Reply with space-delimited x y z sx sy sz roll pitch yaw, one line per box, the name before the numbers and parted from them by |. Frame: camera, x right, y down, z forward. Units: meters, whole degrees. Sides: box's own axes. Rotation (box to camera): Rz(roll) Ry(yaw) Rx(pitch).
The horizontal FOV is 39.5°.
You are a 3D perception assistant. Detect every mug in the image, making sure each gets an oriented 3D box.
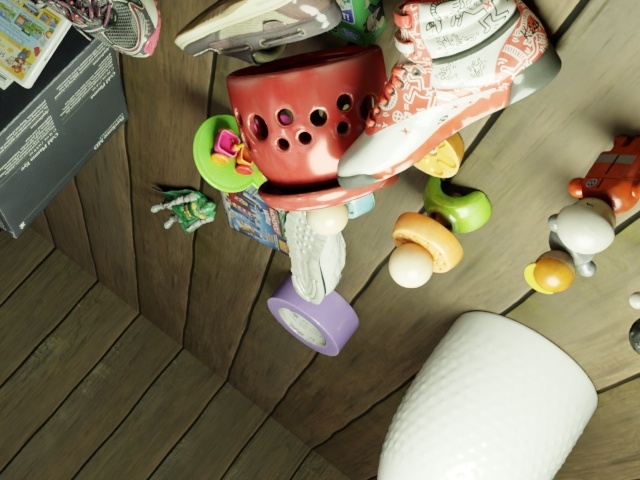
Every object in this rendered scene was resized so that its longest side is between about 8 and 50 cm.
mug | 0.251 0.348 1.508 0.276 0.328 0.374 34 158 12

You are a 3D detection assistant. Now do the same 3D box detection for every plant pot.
plant pot | -0.003 -0.137 1.082 0.191 0.191 0.174 8 117 52

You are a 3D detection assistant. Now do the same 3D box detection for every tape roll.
tape roll | -0.015 0.156 1.899 0.189 0.080 0.189 34 159 15

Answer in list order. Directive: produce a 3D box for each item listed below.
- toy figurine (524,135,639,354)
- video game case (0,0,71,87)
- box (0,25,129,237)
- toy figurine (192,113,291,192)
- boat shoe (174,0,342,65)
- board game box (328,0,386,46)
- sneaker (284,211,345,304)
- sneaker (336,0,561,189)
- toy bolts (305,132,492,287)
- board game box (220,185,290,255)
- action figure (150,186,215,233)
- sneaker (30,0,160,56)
toy figurine | 0.342 0.019 0.959 0.213 0.148 0.209 35 158 10
video game case | -0.504 -0.393 1.444 0.227 0.206 0.026 35 -176 9
box | -0.533 -0.231 1.602 0.179 0.343 0.312 34 157 9
toy figurine | -0.089 -0.145 1.408 0.173 0.130 0.159 26 157 -31
boat shoe | -0.079 -0.251 1.046 0.285 0.103 0.092 -7 126 54
board game box | -0.077 -0.362 1.020 0.317 0.046 0.213 28 157 26
sneaker | 0.000 0.000 1.571 0.090 0.095 0.235 32 138 30
sneaker | 0.097 -0.171 0.925 0.270 0.090 0.145 -29 111 26
toy bolts | 0.084 -0.060 1.201 0.228 0.158 0.218 24 154 34
board game box | -0.089 -0.046 1.645 0.194 0.060 0.194 31 157 17
action figure | -0.290 -0.066 1.933 0.137 0.063 0.232 51 152 -20
sneaker | -0.369 -0.367 1.332 0.299 0.112 0.121 35 124 8
